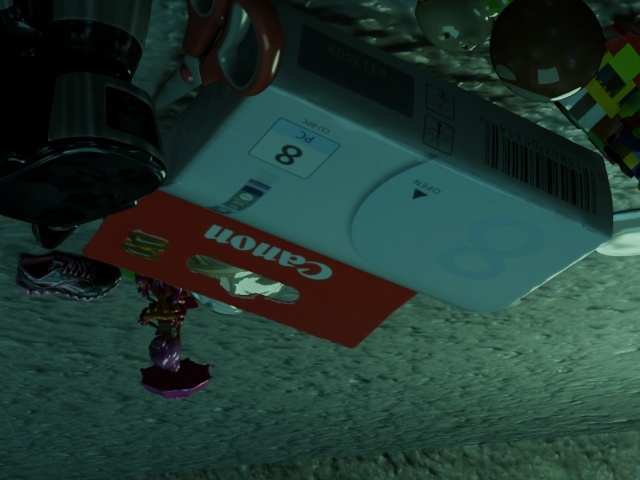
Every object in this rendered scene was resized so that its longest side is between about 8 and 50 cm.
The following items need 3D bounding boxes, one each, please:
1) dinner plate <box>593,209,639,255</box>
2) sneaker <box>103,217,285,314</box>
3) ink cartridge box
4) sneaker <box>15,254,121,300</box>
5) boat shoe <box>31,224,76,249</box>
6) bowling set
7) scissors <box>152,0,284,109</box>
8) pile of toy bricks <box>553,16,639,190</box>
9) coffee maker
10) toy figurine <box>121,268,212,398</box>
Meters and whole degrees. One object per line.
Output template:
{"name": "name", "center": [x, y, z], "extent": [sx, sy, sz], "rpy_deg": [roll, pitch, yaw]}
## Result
{"name": "dinner plate", "center": [0.352, -0.004, 1.355], "extent": [0.141, 0.017, 0.141], "rpy_deg": [-4, 161, -1]}
{"name": "sneaker", "center": [-0.090, 0.003, 1.203], "extent": [0.121, 0.099, 0.262], "rpy_deg": [-18, 157, 28]}
{"name": "ink cartridge box", "center": [0.000, 0.000, 1.018], "extent": [0.308, 0.091, 0.385], "rpy_deg": [21, 141, -23]}
{"name": "sneaker", "center": [-0.284, 0.036, 1.357], "extent": [0.119, 0.047, 0.057], "rpy_deg": [-2, 150, -6]}
{"name": "boat shoe", "center": [-0.243, -0.032, 1.142], "extent": [0.056, 0.049, 0.152], "rpy_deg": [3, 160, -15]}
{"name": "bowling set", "center": [0.056, -0.155, 0.619], "extent": [0.154, 0.199, 0.287], "rpy_deg": [-18, 152, 41]}
{"name": "scissors", "center": [-0.083, -0.114, 0.854], "extent": [0.021, 0.109, 0.297], "rpy_deg": [-30, 171, -22]}
{"name": "pile of toy bricks", "center": [0.239, -0.118, 0.917], "extent": [0.105, 0.118, 0.212], "rpy_deg": [-44, 135, 11]}
{"name": "coffee maker", "center": [-0.168, -0.102, 0.753], "extent": [0.120, 0.178, 0.171], "rpy_deg": [10, 157, -30]}
{"name": "toy figurine", "center": [-0.165, 0.096, 1.359], "extent": [0.130, 0.159, 0.173], "rpy_deg": [-5, 160, 6]}
